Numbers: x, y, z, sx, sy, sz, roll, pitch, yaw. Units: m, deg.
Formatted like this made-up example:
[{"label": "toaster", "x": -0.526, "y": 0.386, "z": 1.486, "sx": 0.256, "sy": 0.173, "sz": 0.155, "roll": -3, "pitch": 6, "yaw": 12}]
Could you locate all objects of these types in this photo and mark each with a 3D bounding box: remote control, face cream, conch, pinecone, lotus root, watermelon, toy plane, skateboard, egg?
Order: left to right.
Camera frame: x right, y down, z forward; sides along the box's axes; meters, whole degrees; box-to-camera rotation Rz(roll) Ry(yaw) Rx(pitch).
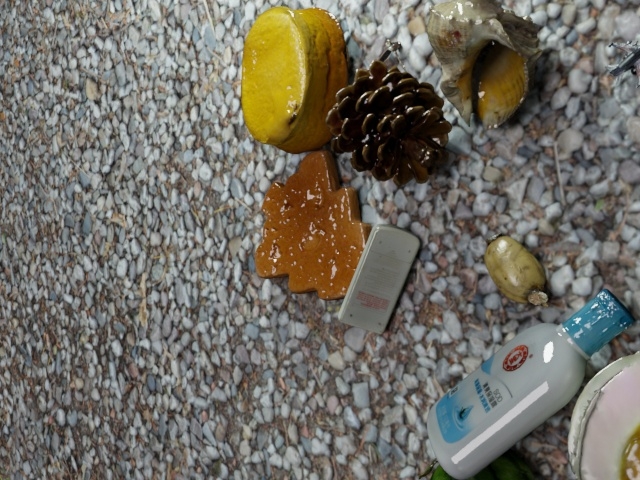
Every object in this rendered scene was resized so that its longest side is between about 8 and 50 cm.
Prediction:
[{"label": "remote control", "x": 0.100, "y": 0.064, "z": 1.472, "sx": 0.029, "sy": 0.087, "sz": 0.190, "roll": -106, "pitch": 34, "yaw": -70}, {"label": "skateboard", "x": 0.128, "y": -0.297, "z": 1.498, "sx": 0.064, "sy": 0.032, "sz": 0.083, "roll": -51, "pitch": 54, "yaw": 41}, {"label": "pinecone", "x": 0.122, "y": -0.181, "z": 1.400, "sx": 0.212, "sy": 0.169, "sz": 0.185, "roll": 28, "pitch": 131, "yaw": 39}, {"label": "watermelon", "x": 0.230, "y": 0.410, "z": 1.307, "sx": 0.204, "sy": 0.127, "sz": 0.232, "roll": -52, "pitch": 51, "yaw": 32}, {"label": "conch", "x": 0.247, "y": -0.272, "z": 1.306, "sx": 0.178, "sy": 0.163, "sz": 0.245, "roll": -123, "pitch": 25, "yaw": -47}, {"label": "lotus root", "x": 0.294, "y": 0.049, "z": 1.305, "sx": 0.072, "sy": 0.063, "sz": 0.152, "roll": -49, "pitch": 54, "yaw": 18}, {"label": "face cream", "x": 0.298, "y": 0.198, "z": 1.241, "sx": 0.337, "sy": 0.080, "sz": 0.163, "roll": -43, "pitch": 18, "yaw": 17}, {"label": "toy plane", "x": 0.437, "y": -0.254, "z": 1.206, "sx": 0.083, "sy": 0.031, "sz": 0.078, "roll": -39, "pitch": 63, "yaw": 35}, {"label": "egg", "x": 0.460, "y": 0.265, "z": 1.080, "sx": 0.286, "sy": 0.174, "sz": 0.264, "roll": -9, "pitch": 78, "yaw": 16}]

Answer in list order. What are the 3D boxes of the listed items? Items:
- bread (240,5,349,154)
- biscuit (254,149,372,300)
[{"label": "bread", "x": -0.045, "y": -0.293, "z": 1.578, "sx": 0.195, "sy": 0.143, "sz": 0.269, "roll": 2, "pitch": 91, "yaw": 45}, {"label": "biscuit", "x": 0.000, "y": 0.000, "z": 1.592, "sx": 0.306, "sy": 0.043, "sz": 0.284, "roll": 44, "pitch": 114, "yaw": 32}]
